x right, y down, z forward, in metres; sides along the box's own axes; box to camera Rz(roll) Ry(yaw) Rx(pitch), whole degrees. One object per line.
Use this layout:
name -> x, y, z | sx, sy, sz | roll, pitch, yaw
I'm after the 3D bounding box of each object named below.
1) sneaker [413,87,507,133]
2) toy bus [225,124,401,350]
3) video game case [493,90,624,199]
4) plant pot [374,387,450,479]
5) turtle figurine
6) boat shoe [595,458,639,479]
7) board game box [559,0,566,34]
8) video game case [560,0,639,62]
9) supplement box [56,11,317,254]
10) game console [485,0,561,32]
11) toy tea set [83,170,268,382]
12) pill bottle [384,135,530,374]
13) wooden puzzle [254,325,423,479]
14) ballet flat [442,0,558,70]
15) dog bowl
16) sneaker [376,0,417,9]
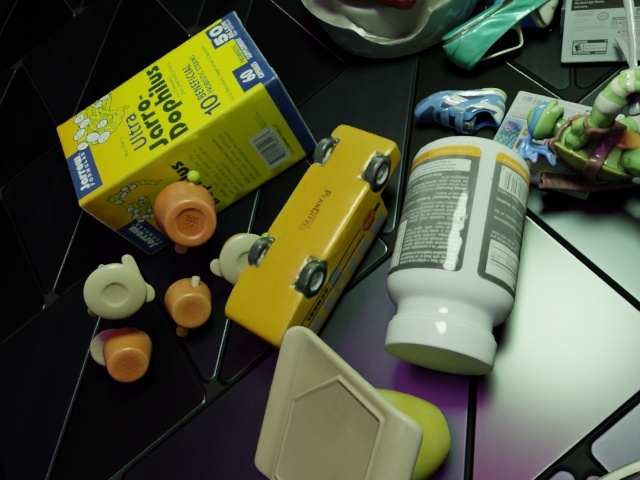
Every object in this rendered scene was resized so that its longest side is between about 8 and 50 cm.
sneaker -> 0.218, -0.200, 0.890 | 0.144, 0.053, 0.059 | -3, 66, 20
toy bus -> 0.000, 0.000, 0.824 | 0.108, 0.130, 0.332 | 24, 75, 30
video game case -> 0.341, -0.145, 0.836 | 0.157, 0.019, 0.143 | 24, 75, 28
plant pot -> 0.098, 0.239, 0.680 | 0.095, 0.134, 0.134 | -4, 58, -18
turtle figurine -> 0.416, -0.152, 0.696 | 0.266, 0.198, 0.274 | 41, 84, 20
boat shoe -> 0.386, 0.251, 0.582 | 0.233, 0.084, 0.079 | -19, 59, 7
board game box -> 0.471, -0.407, 0.895 | 0.194, 0.060, 0.194 | 26, 77, 29
video game case -> 0.460, -0.351, 0.823 | 0.190, 0.173, 0.022 | 6, 27, 23
supplement box -> -0.220, -0.173, 0.956 | 0.357, 0.195, 0.194 | -33, 58, 3
game console -> 0.337, -0.413, 0.944 | 0.122, 0.107, 0.071 | 10, 40, 24
toy tea set -> -0.244, 0.057, 0.884 | 0.336, 0.200, 0.124 | -42, 25, -3
pill bottle -> 0.174, 0.020, 0.731 | 0.162, 0.162, 0.278 | 6, 67, 23
wooden puzzle -> 0.012, 0.245, 0.663 | 0.239, 0.044, 0.220 | 29, 110, 51
ballet flat -> 0.317, -0.362, 0.910 | 0.247, 0.087, 0.083 | -34, 17, 16
dog bowl -> 0.137, -0.483, 1.033 | 0.349, 0.102, 0.348 | -8, 63, 17
sneaker -> 0.094, -0.470, 0.948 | 0.221, 0.087, 0.128 | 31, 70, 18
